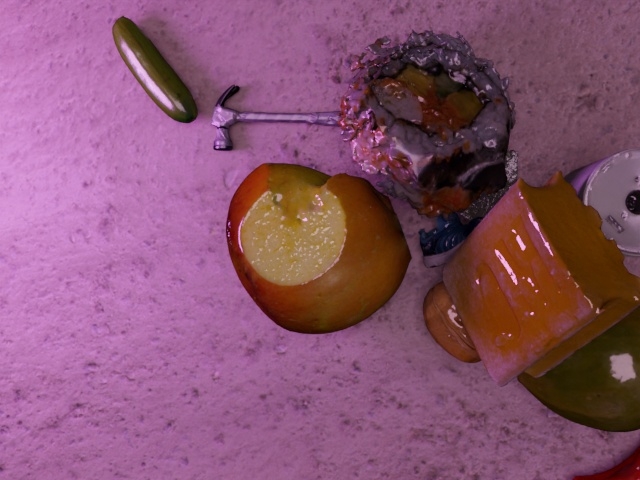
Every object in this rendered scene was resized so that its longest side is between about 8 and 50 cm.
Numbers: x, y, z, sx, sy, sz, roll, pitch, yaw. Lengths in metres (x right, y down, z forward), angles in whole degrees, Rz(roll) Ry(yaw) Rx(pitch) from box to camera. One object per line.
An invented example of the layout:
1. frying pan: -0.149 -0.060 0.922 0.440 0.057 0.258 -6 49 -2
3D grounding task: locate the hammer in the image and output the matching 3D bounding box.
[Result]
1. hammer: -0.036 -0.270 1.730 0.427 0.044 0.152 4 91 3

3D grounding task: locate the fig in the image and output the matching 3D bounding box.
1. fig: 0.565 0.256 1.581 0.316 0.316 0.316 0 91 4

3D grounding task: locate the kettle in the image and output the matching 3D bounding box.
1. kettle: 0.590 -0.045 1.547 0.205 0.318 0.264 15 93 3

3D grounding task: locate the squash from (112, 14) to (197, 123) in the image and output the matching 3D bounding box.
1. squash: -0.380 -0.382 1.730 0.082 0.082 0.292 -38 87 4

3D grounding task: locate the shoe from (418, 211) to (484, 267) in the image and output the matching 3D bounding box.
1. shoe: 0.285 -0.011 1.643 0.092 0.207 0.106 -17 84 -34

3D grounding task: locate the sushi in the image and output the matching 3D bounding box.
1. sushi: 0.222 -0.258 1.599 0.418 0.176 0.417 8 65 -17

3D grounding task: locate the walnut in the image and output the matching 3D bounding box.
1. walnut: 0.316 0.171 1.655 0.165 0.165 0.197 -45 80 4

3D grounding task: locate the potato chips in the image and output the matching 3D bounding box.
1. potato chips: 0.382 -0.084 1.694 0.167 0.059 0.228 -15 90 -5

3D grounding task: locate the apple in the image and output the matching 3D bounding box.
1. apple: 0.000 0.000 1.571 0.374 0.374 0.383 -26 107 4

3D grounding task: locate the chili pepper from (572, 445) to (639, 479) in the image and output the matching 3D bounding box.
1. chili pepper: 0.669 0.503 1.682 0.369 0.092 0.137 -33 70 -2

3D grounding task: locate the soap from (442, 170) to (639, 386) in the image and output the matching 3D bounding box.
1. soap: 0.403 0.078 1.437 0.156 0.335 0.293 -11 63 -28
